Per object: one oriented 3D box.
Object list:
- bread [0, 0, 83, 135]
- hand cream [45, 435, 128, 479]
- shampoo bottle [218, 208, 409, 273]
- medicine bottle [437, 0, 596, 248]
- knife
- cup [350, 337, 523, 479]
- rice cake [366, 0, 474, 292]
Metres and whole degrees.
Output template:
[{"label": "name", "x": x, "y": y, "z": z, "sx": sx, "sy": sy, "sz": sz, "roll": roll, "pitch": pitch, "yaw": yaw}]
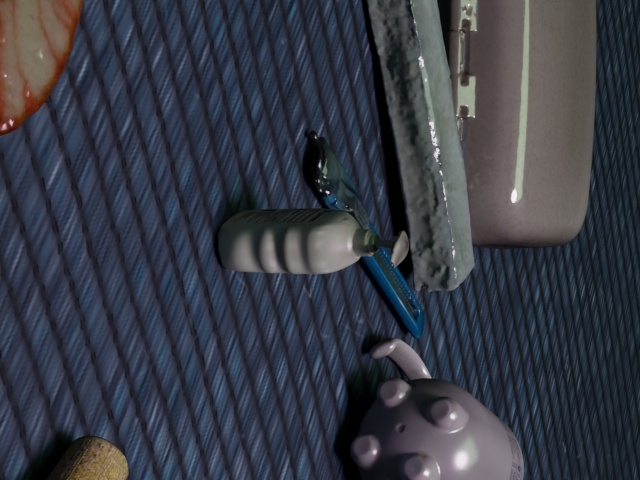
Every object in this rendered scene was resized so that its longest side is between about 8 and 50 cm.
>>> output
[{"label": "bread", "x": -0.243, "y": -0.189, "z": 0.912, "sx": 0.327, "sy": 0.114, "sz": 0.295, "roll": -11, "pitch": 102, "yaw": -63}, {"label": "hand cream", "x": -0.179, "y": 0.198, "z": 1.105, "sx": 0.203, "sy": 0.084, "sz": 0.084, "roll": -64, "pitch": 145, "yaw": -52}, {"label": "shampoo bottle", "x": 0.000, "y": 0.000, "z": 1.357, "sx": 0.077, "sy": 0.152, "sz": 0.045, "roll": -36, "pitch": 121, "yaw": -59}, {"label": "medicine bottle", "x": 0.204, "y": -0.179, "z": 1.789, "sx": 0.282, "sy": 0.123, "sz": 0.375, "roll": 3, "pitch": 87, "yaw": -65}, {"label": "knife", "x": 0.047, "y": 0.003, "z": 1.593, "sx": 0.296, "sy": 0.026, "sz": 0.044, "roll": 56, "pitch": 31, "yaw": -48}, {"label": "cup", "x": 0.105, "y": 0.177, "z": 1.594, "sx": 0.142, "sy": 0.134, "sz": 0.173, "roll": 44, "pitch": 54, "yaw": -53}, {"label": "rice cake", "x": 0.094, "y": -0.117, "z": 1.636, "sx": 0.066, "sy": 0.063, "sz": 0.336, "roll": -38, "pitch": 123, "yaw": -61}]
